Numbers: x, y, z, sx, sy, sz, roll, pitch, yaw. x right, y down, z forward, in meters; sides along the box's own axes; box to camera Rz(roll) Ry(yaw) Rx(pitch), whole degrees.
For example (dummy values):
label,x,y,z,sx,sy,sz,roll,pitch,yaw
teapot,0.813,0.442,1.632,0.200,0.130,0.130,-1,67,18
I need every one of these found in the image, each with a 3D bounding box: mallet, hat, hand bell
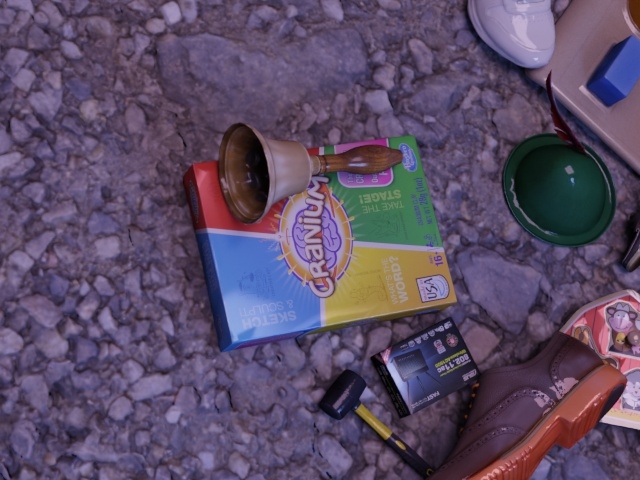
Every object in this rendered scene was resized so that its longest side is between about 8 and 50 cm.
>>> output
label,x,y,z,sx,sy,sz,roll,pitch,yaw
mallet,0.077,0.254,1.563,0.062,0.039,0.189,-42,94,-23
hat,0.362,-0.099,1.676,0.209,0.183,0.173,12,71,-15
hand bell,0.006,-0.098,1.544,0.242,0.126,0.126,-9,77,-32

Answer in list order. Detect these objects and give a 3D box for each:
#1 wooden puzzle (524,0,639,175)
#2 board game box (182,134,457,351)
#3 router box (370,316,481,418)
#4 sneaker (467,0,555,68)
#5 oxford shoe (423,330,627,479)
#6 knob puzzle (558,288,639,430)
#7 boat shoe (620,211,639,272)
label,x,y,z,sx,sy,sz,roll,pitch,yaw
wooden puzzle,0.524,-0.260,1.833,0.348,0.080,0.322,39,67,-4
board game box,0.000,0.000,1.593,0.317,0.064,0.242,-10,78,-21
router box,0.140,0.167,1.605,0.122,0.038,0.092,-25,84,-23
sneaker,0.274,-0.399,1.753,0.114,0.152,0.305,-13,80,-20
oxford shoe,0.226,0.253,1.575,0.364,0.130,0.133,-33,60,-22
knob puzzle,0.414,0.157,1.669,0.213,0.030,0.213,-1,71,3
boat shoe,0.473,-0.023,1.767,0.049,0.056,0.152,30,71,18
